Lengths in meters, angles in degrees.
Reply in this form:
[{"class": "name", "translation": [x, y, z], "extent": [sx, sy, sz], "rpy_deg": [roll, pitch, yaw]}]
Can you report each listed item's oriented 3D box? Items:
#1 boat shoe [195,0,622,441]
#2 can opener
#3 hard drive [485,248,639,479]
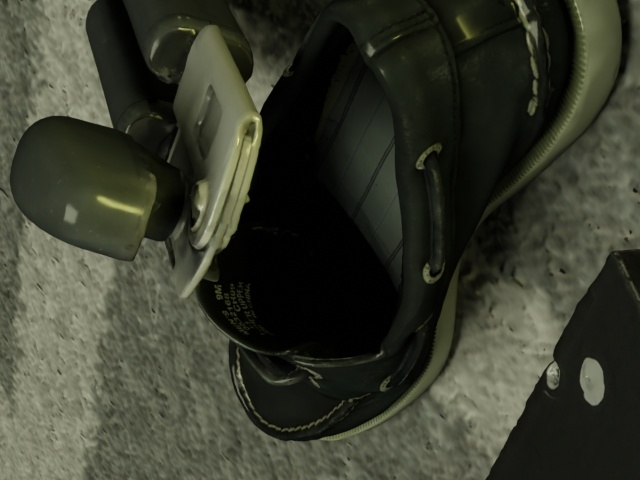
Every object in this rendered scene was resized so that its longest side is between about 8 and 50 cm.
[{"class": "boat shoe", "translation": [0.002, 0.003, 0.650], "extent": [0.127, 0.113, 0.340], "rpy_deg": [57, 146, 14]}, {"class": "can opener", "translation": [-0.081, -0.070, 0.632], "extent": [0.283, 0.095, 0.076], "rpy_deg": [-117, 45, -60]}, {"class": "hard drive", "translation": [0.119, 0.197, 0.583], "extent": [0.339, 0.064, 0.237], "rpy_deg": [109, 152, -45]}]
